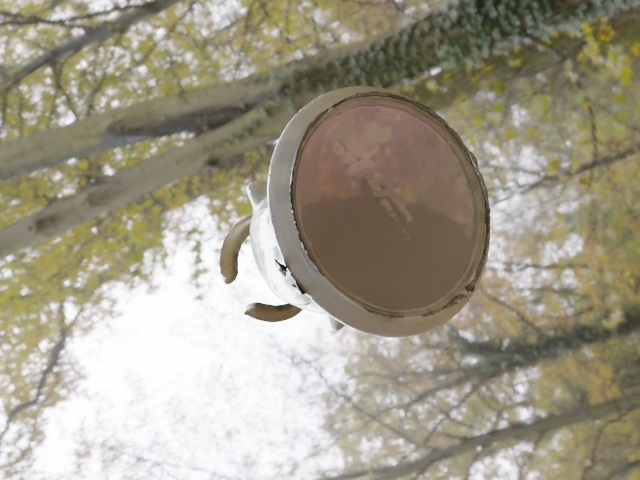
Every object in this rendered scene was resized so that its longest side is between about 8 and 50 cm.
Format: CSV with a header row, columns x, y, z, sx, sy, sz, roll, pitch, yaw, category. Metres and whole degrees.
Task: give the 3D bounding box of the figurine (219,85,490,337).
x,y,z,sx,sy,sz,roll,pitch,yaw,category
0.000,0.000,0.551,0.132,0.153,0.132,8,-106,-27,figurine
